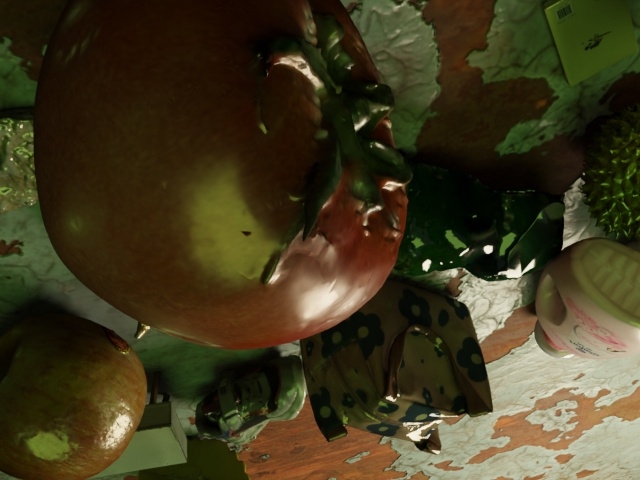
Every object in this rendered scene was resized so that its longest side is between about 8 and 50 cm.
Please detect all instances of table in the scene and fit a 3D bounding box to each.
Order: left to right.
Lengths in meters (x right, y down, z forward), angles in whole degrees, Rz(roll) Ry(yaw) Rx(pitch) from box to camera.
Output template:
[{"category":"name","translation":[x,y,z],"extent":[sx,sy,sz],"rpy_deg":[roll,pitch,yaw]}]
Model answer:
[{"category":"table","translation":[-0.332,0.278,0.953],"extent":[0.240,0.111,0.121],"rpy_deg":[-8,136,-6]}]

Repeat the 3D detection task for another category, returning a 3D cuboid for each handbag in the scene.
[{"category":"handbag","translation":[0.110,0.182,0.901],"extent":[0.252,0.193,0.190],"rpy_deg":[18,133,-28]}]

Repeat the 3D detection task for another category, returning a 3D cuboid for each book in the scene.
[{"category":"book","translation":[0.281,-0.220,0.657],"extent":[0.077,0.014,0.111],"rpy_deg":[-27,135,16]}]

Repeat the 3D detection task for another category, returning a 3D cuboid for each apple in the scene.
[{"category":"apple","translation":[-0.332,0.198,0.798],"extent":[0.211,0.211,0.188],"rpy_deg":[-31,132,18]}]

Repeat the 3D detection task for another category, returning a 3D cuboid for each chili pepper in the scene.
[{"category":"chili pepper","translation":[0.202,-0.008,0.776],"extent":[0.265,0.116,0.148],"rpy_deg":[9,108,-27]}]

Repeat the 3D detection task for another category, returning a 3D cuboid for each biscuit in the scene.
[{"category":"biscuit","translation":[-0.354,-0.076,0.640],"extent":[0.250,0.032,0.133],"rpy_deg":[-4,137,-11]}]

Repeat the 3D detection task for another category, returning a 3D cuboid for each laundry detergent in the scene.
[{"category":"laundry detergent","translation":[0.367,0.101,0.879],"extent":[0.088,0.159,0.335],"rpy_deg":[-41,162,-8]}]

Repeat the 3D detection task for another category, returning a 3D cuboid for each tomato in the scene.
[{"category":"tomato","translation":[-0.081,-0.062,0.516],"extent":[0.273,0.341,0.341],"rpy_deg":[-16,138,24]}]

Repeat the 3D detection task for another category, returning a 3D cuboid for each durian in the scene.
[{"category":"durian","translation":[0.374,-0.077,0.732],"extent":[0.146,0.159,0.198],"rpy_deg":[-12,171,17]}]

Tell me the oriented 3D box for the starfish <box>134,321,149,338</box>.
[{"category":"starfish","translation":[-0.198,0.028,0.767],"extent":[0.238,0.071,0.216],"rpy_deg":[31,128,-25]}]

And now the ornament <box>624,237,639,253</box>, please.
[{"category":"ornament","translation":[0.498,0.064,0.891],"extent":[0.178,0.177,0.177],"rpy_deg":[-7,136,-7]}]

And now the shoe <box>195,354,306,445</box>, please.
[{"category":"shoe","translation":[-0.122,0.239,0.972],"extent":[0.126,0.099,0.227],"rpy_deg":[21,131,-34]}]

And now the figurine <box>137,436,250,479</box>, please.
[{"category":"figurine","translation":[-0.227,0.505,1.211],"extent":[0.187,0.168,0.315],"rpy_deg":[-15,147,-14]}]
